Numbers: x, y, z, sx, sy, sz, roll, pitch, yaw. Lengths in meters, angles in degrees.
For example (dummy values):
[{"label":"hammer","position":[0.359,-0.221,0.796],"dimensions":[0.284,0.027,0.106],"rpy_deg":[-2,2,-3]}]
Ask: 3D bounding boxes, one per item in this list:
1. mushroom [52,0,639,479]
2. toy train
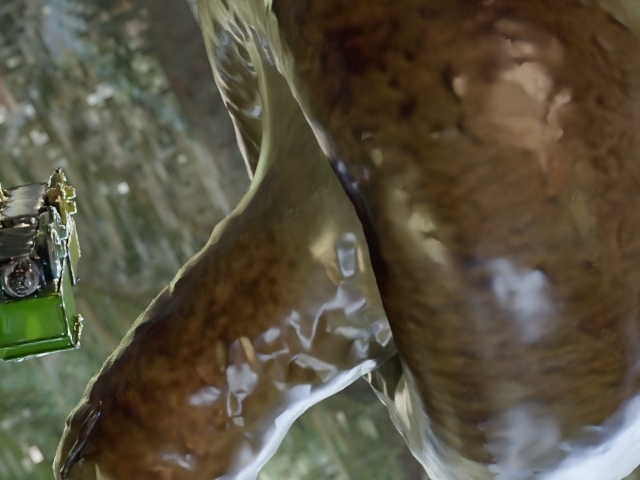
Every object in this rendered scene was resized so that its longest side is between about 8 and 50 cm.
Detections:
[{"label":"mushroom","position":[0.005,-0.014,0.920],"dimensions":[0.356,0.334,0.331],"rpy_deg":[-13,-144,9]},{"label":"toy train","position":[-0.175,0.013,1.208],"dimensions":[0.060,0.081,0.202],"rpy_deg":[-9,-165,-3]}]
